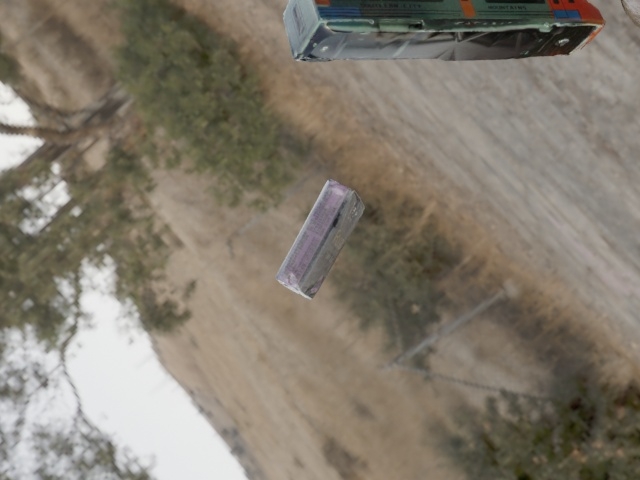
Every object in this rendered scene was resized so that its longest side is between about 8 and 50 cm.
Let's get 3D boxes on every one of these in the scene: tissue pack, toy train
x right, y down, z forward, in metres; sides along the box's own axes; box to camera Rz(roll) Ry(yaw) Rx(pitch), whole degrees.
[{"bbox_3d":[0.000,0.000,1.483,0.051,0.156,0.112,27,175,12],"label":"tissue pack"},{"bbox_3d":[0.158,-0.272,1.326,0.086,0.410,0.089,-51,50,56],"label":"toy train"}]

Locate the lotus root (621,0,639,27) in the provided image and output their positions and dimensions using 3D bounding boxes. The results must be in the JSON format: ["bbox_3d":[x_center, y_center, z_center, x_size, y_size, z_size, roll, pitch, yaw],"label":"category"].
[{"bbox_3d":[0.364,-0.256,0.973,0.193,0.193,0.291,47,-178,23],"label":"lotus root"}]
